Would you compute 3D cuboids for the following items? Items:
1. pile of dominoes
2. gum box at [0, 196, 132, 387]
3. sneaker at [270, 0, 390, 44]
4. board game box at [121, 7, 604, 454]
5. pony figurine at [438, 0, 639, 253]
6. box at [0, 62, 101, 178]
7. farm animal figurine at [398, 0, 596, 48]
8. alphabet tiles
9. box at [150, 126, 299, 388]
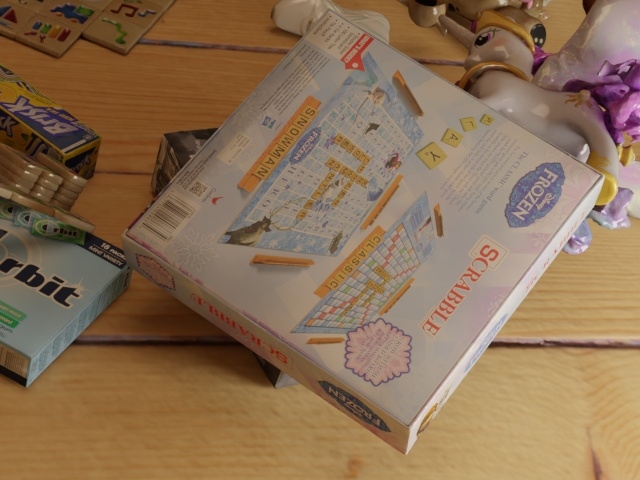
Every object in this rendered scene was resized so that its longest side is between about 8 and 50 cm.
[{"bbox_3d":[-0.329,-0.091,1.536,0.196,0.040,0.251,32,3,36],"label":"pile of dominoes"},{"bbox_3d":[-0.285,0.038,1.525,0.157,0.041,0.184,27,37,12],"label":"gum box"},{"bbox_3d":[0.014,-0.260,2.006,0.152,0.053,0.061,10,41,-11],"label":"sneaker"},{"bbox_3d":[0.041,-0.018,1.507,0.318,0.066,0.318,34,66,16],"label":"board game box"},{"bbox_3d":[0.263,-0.131,1.755,0.351,0.302,0.363,16,35,8],"label":"pony figurine"},{"bbox_3d":[-0.308,-0.121,1.703,0.169,0.054,0.059,36,41,21],"label":"box"},{"bbox_3d":[0.207,-0.311,2.056,0.330,0.172,0.327,13,17,-29],"label":"farm animal figurine"},{"bbox_3d":[-0.318,-0.331,1.995,0.285,0.011,0.342,22,38,6],"label":"alphabet tiles"},{"bbox_3d":[0.000,0.000,1.658,0.242,0.076,0.307,-8,45,-30],"label":"box"}]
